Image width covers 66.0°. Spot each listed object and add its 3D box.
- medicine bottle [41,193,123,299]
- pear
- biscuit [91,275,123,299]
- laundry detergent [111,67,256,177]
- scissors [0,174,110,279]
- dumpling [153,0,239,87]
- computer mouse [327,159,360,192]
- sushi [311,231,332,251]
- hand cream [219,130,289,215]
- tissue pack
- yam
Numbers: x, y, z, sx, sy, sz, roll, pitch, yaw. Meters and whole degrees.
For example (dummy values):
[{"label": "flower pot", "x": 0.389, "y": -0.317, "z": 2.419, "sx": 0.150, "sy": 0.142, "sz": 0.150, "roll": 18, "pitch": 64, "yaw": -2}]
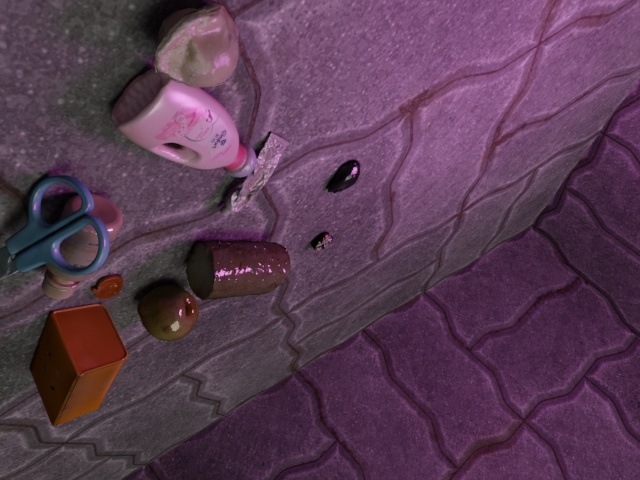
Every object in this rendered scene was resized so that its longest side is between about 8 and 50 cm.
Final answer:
[{"label": "medicine bottle", "x": -0.511, "y": 0.023, "z": 1.029, "sx": 0.114, "sy": 0.114, "sz": 0.252, "roll": -1, "pitch": 139, "yaw": -51}, {"label": "pear", "x": -0.435, "y": 0.208, "z": 1.417, "sx": 0.137, "sy": 0.167, "sz": 0.167, "roll": -22, "pitch": 158, "yaw": 10}, {"label": "biscuit", "x": -0.551, "y": 0.121, "z": 1.273, "sx": 0.078, "sy": 0.015, "sz": 0.091, "roll": -8, "pitch": 144, "yaw": -43}, {"label": "laundry detergent", "x": -0.244, "y": -0.209, "z": 0.984, "sx": 0.159, "sy": 0.088, "sz": 0.335, "roll": -36, "pitch": 157, "yaw": 12}, {"label": "scissors", "x": -0.605, "y": 0.044, "z": 0.941, "sx": 0.447, "sy": 0.192, "sz": 0.029, "roll": -27, "pitch": 180, "yaw": 11}, {"label": "dumpling", "x": -0.196, "y": -0.327, "z": 0.813, "sx": 0.136, "sy": 0.118, "sz": 0.199, "roll": -61, "pitch": 174, "yaw": 27}, {"label": "computer mouse", "x": 0.077, "y": -0.184, "z": 1.494, "sx": 0.079, "sy": 0.047, "sz": 0.135, "roll": 2, "pitch": 139, "yaw": -52}, {"label": "sushi", "x": 0.000, "y": 0.000, "z": 1.752, "sx": 0.083, "sy": 0.044, "sz": 0.046, "roll": -43, "pitch": 133, "yaw": 13}, {"label": "hand cream", "x": -0.171, "y": -0.155, "z": 1.230, "sx": 0.257, "sy": 0.050, "sz": 0.084, "roll": -48, "pitch": 150, "yaw": 18}, {"label": "tissue pack", "x": -0.646, "y": 0.330, "z": 1.313, "sx": 0.145, "sy": 0.194, "sz": 0.274, "roll": -7, "pitch": 144, "yaw": -47}, {"label": "yam", "x": -0.236, "y": 0.081, "z": 1.431, "sx": 0.304, "sy": 0.168, "sz": 0.168, "roll": 2, "pitch": 136, "yaw": -52}]
